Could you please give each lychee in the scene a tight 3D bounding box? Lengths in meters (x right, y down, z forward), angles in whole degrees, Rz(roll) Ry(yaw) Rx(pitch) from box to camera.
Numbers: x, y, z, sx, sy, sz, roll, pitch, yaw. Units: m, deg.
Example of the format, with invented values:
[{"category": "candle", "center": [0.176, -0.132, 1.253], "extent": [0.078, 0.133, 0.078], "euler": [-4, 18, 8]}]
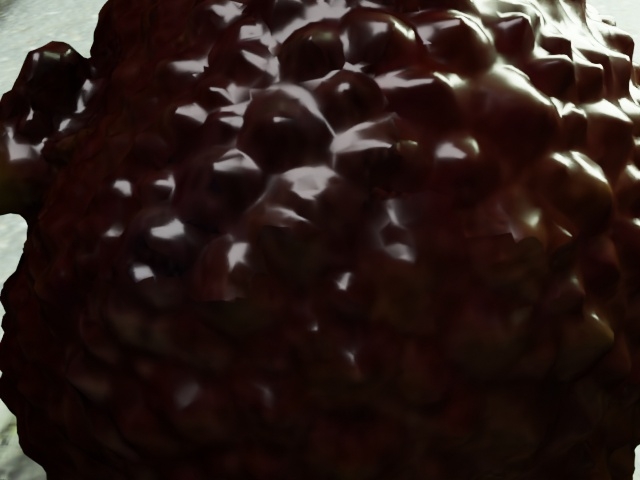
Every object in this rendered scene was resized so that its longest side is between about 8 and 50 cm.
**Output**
[{"category": "lychee", "center": [0.000, 0.000, 0.480], "extent": [0.300, 0.264, 0.264], "euler": [11, 23, -22]}]
